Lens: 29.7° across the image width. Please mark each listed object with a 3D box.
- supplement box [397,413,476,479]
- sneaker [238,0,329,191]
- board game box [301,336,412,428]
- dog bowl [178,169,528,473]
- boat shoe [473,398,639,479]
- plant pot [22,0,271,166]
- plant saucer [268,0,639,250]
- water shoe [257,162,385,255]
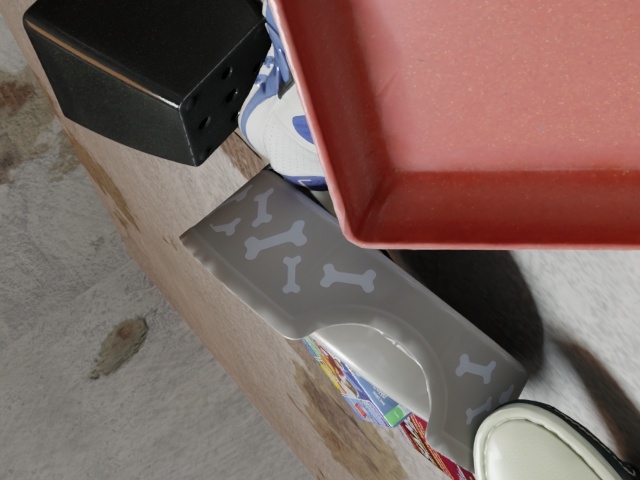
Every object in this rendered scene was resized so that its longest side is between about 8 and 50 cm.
[{"bbox_3d":[0.151,0.206,1.342,0.130,0.073,0.239,60,166,-27],"label":"supplement box"},{"bbox_3d":[0.043,-0.078,0.875,0.182,0.127,0.315,53,165,13],"label":"sneaker"},{"bbox_3d":[0.016,0.115,1.336,0.201,0.035,0.136,54,167,-5],"label":"board game box"},{"bbox_3d":[0.039,0.065,1.101,0.348,0.102,0.349,38,179,1],"label":"dog bowl"},{"bbox_3d":[0.254,0.253,1.033,0.340,0.127,0.113,48,-148,-8],"label":"boat shoe"},{"bbox_3d":[-0.149,-0.184,1.183,0.167,0.188,0.187,37,162,18],"label":"plant pot"},{"bbox_3d":[0.115,-0.088,0.495,0.259,0.048,0.258,0,144,14],"label":"plant saucer"},{"bbox_3d":[0.000,0.000,1.323,0.203,0.080,0.073,51,167,12],"label":"water shoe"}]
